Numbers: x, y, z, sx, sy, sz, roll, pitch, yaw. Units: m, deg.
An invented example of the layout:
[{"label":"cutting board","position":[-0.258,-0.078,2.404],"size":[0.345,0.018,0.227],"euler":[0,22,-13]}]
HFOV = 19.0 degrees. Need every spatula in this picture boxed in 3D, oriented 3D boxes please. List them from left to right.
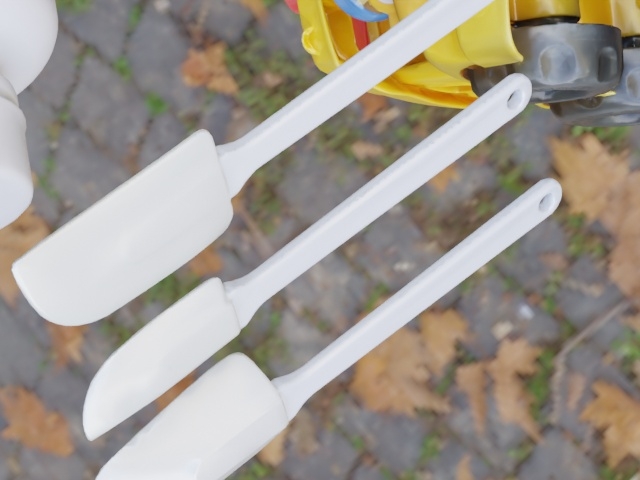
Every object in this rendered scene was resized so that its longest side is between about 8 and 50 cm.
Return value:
[{"label":"spatula","position":[0.000,0.000,0.721],"size":[0.019,0.242,0.168],"euler":[31,148,40]}]

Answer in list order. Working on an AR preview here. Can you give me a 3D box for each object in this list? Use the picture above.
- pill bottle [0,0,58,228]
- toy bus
[{"label":"pill bottle","position":[-0.144,-0.105,0.559],"size":[0.117,0.117,0.215],"euler":[-31,67,48]},{"label":"toy bus","position":[0.061,-0.125,0.890],"size":[0.211,0.220,0.149],"euler":[-6,86,34]}]
